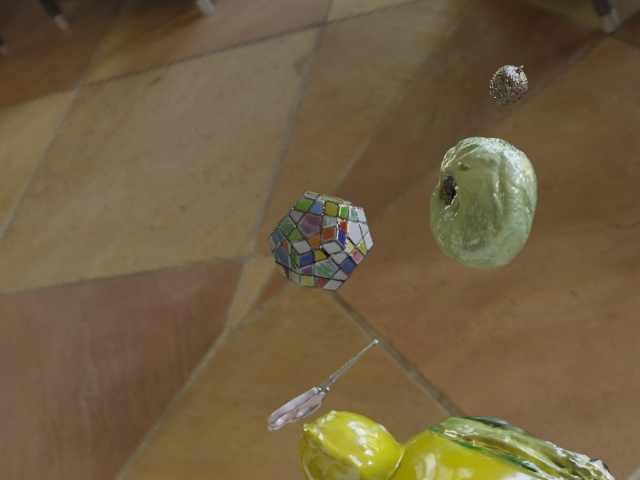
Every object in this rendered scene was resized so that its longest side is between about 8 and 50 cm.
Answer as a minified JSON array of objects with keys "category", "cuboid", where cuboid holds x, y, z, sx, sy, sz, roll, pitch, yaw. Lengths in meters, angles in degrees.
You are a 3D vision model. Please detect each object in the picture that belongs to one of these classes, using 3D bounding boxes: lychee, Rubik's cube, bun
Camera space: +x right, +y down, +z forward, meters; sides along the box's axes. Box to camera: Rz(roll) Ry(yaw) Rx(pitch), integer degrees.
[{"category":"lychee","cuboid":[0.339,-0.279,1.884,0.083,0.067,0.068,-48,17,20]},{"category":"Rubik's cube","cuboid":[0.000,0.000,1.099,0.093,0.111,0.111,-11,42,38]},{"category":"bun","cuboid":[0.250,-0.056,1.686,0.108,0.221,0.221,-4,22,-37]}]

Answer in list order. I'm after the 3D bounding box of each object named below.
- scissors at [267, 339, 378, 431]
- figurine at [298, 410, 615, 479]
[{"category":"scissors","cuboid":[0.008,0.180,1.311,0.189,0.100,0.015,-43,70,27]},{"category":"figurine","cuboid":[0.111,0.240,0.730,0.323,0.340,0.231,42,83,9]}]
